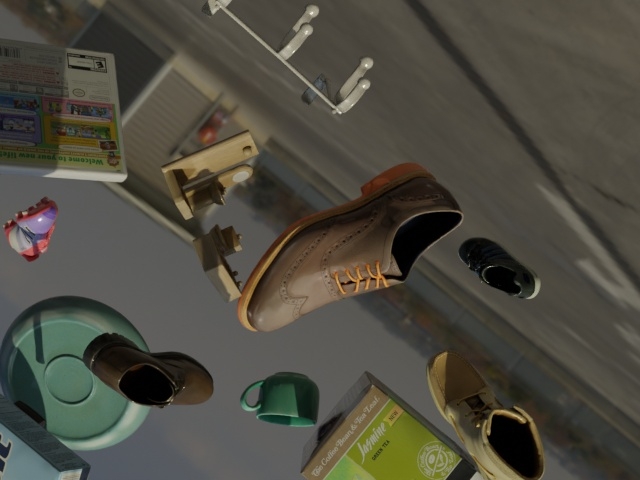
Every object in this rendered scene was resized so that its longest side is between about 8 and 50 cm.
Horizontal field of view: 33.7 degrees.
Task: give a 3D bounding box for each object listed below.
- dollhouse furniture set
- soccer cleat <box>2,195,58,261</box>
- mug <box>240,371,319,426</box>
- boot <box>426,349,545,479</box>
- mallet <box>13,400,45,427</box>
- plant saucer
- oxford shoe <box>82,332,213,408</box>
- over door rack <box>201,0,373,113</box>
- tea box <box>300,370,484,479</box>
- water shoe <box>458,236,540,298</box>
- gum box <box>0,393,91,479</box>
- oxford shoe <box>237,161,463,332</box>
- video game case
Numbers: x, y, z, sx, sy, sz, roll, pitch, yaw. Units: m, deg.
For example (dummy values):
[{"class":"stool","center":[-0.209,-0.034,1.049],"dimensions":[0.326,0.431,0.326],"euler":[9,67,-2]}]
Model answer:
[{"class":"dollhouse furniture set","center":[-0.110,-0.030,1.388],"dimensions":[0.144,0.123,0.151],"euler":[69,177,-65]},{"class":"soccer cleat","center":[-0.543,-0.018,2.022],"dimensions":[0.095,0.083,0.248],"euler":[59,150,-8]},{"class":"mug","center":[-0.075,0.329,2.222],"dimensions":[0.130,0.097,0.158],"euler":[-8,156,35]},{"class":"boot","center":[0.253,0.268,1.629],"dimensions":[0.203,0.095,0.262],"euler":[85,160,-71]},{"class":"mallet","center":[-0.508,0.324,1.829],"dimensions":[0.062,0.039,0.189],"euler":[39,156,3]},{"class":"plant saucer","center":[-0.474,0.263,2.020],"dimensions":[0.318,0.317,0.043],"euler":[40,-164,-3]},{"class":"oxford shoe","center":[-0.219,0.200,1.448],"dimensions":[0.096,0.082,0.227],"euler":[38,-171,38]},{"class":"over door rack","center":[-0.049,-0.304,1.548],"dimensions":[0.239,0.108,0.324],"euler":[41,-179,-14]},{"class":"tea box","center":[0.148,0.441,2.032],"dimensions":[0.323,0.220,0.329],"euler":[39,178,1]},{"class":"water shoe","center":[0.327,0.046,2.010],"dimensions":[0.080,0.072,0.203],"euler":[2,-159,-43]},{"class":"gum box","center":[-0.322,0.255,1.067],"dimensions":[0.184,0.156,0.041],"euler":[27,-166,36]},{"class":"oxford shoe","center":[0.042,0.025,1.535],"dimensions":[0.133,0.364,0.130],"euler":[46,171,45]},{"class":"video game case","center":[-0.366,-0.172,1.384],"dimensions":[0.213,0.023,0.193],"euler":[3,-115,-30]}]
